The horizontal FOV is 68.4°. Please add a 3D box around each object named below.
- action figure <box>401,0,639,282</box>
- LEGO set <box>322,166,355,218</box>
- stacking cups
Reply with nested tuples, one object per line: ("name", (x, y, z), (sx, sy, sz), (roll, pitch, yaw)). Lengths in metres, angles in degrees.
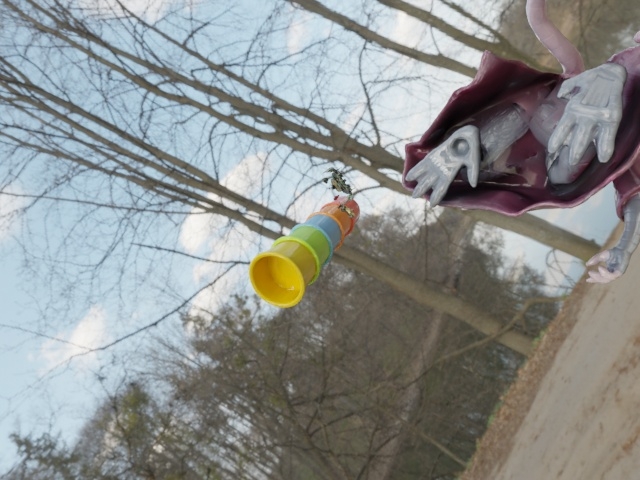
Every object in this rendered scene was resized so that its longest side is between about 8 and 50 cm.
("action figure", (0.255, -0.116, 0.525), (0.370, 0.248, 0.275), (-10, -59, -46))
("LEGO set", (0.027, -0.063, 0.575), (0.023, 0.054, 0.083), (-40, -20, -9))
("stacking cups", (0.000, 0.000, 0.824), (0.316, 0.096, 0.096), (-42, -26, -55))
